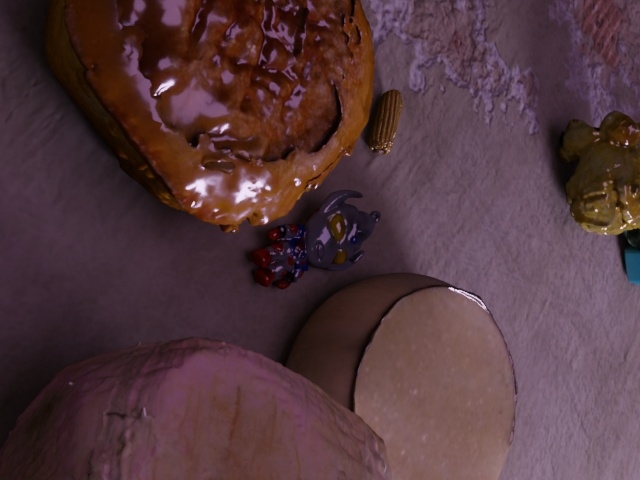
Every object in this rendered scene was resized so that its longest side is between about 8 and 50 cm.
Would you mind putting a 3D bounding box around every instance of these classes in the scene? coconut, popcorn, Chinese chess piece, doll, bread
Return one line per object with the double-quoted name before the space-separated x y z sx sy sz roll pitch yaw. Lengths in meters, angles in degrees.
"coconut" -0.116 0.268 0.810 0.405 0.404 0.404 2 87 -41
"popcorn" 0.480 -0.108 1.472 0.168 0.173 0.195 1 82 -27
"Chinese chess piece" 0.107 0.209 1.148 0.338 0.140 0.338 2 87 -42
"doll" 0.000 -0.001 1.116 0.195 0.062 0.104 -24 103 -32
"bread" -0.117 -0.197 0.935 0.337 0.204 0.358 -49 122 -34

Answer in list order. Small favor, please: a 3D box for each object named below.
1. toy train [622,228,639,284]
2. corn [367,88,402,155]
"toy train" 0.627 -0.004 1.625 0.203 0.112 0.163 -26 111 -38
"corn" 0.088 -0.160 1.214 0.037 0.037 0.092 30 68 -36
